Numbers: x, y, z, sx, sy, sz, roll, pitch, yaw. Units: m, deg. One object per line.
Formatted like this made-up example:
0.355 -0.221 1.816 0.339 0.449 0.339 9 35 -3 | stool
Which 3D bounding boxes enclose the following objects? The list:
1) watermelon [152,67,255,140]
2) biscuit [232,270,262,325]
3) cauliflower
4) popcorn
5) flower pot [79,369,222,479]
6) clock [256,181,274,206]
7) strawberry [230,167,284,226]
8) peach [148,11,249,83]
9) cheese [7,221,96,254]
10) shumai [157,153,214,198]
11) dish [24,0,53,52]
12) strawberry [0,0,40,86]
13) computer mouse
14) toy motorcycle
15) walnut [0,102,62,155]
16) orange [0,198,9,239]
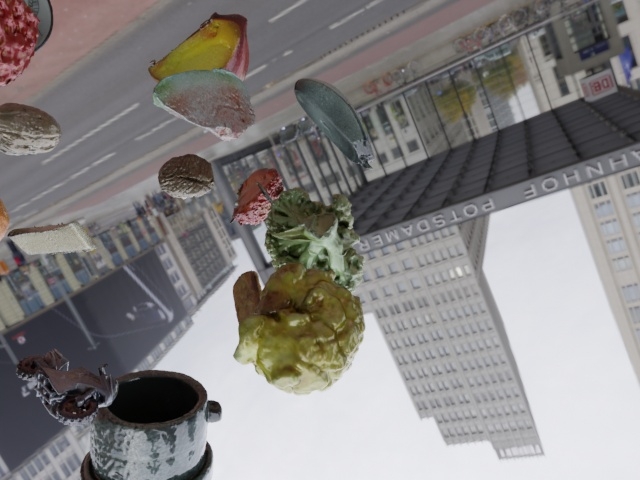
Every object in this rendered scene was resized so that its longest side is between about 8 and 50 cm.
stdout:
-0.172 -0.195 0.712 0.180 0.094 0.081 -6 145 -47 | watermelon
-0.218 0.199 1.521 0.118 0.029 0.247 -42 -135 25 | biscuit
0.003 -0.005 1.278 0.260 0.327 0.281 -44 -175 -40 | cauliflower
-0.033 0.144 0.846 0.216 0.235 0.181 12 151 -10 | popcorn
-0.368 0.461 1.097 0.298 0.283 0.299 7 -169 -1 | flower pot
-0.137 -0.115 1.237 0.010 0.074 0.083 -37 178 -5 | clock
-0.168 -0.143 1.456 0.228 0.097 0.175 -41 -145 34 | strawberry
-0.264 -0.432 1.231 0.267 0.159 0.154 -40 170 3 | peach
-0.686 -0.002 1.245 0.400 0.085 0.034 -3 -139 41 | cheese
-0.499 -0.218 1.859 0.205 0.167 0.176 3 157 -6 | shumai
-0.918 -0.634 1.351 0.316 0.317 0.106 -31 -165 -34 | dish
-0.673 -0.383 0.956 0.233 0.178 0.234 -2 172 0 | strawberry
0.040 -0.233 0.940 0.068 0.229 0.113 -41 171 -5 | computer mouse
-0.462 0.259 0.911 0.215 0.080 0.122 25 -161 31 | toy motorcycle
-0.949 -0.353 1.581 0.178 0.178 0.230 -17 174 36 | walnut
-1.029 -0.057 1.416 0.224 0.224 0.170 -30 158 -29 | orange
